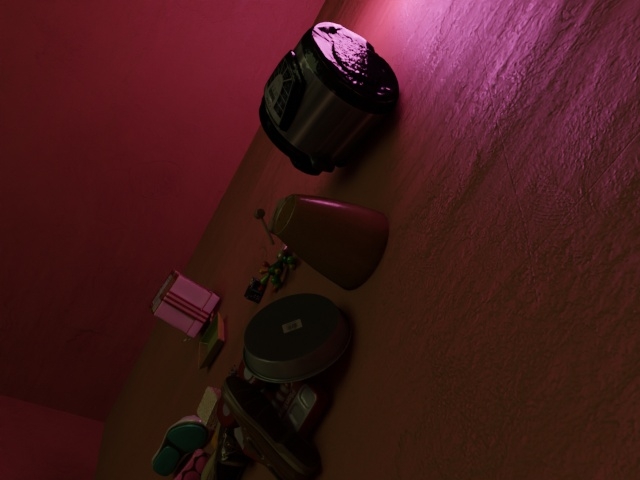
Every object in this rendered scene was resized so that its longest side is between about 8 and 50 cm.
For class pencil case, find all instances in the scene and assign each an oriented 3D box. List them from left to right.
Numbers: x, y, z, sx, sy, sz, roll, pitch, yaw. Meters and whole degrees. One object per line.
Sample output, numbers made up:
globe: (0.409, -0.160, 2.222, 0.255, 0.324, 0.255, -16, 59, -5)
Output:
pencil case: (-0.426, 0.764, 1.692, 0.095, 0.098, 0.209, -21, 22, 53)

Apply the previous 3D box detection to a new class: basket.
basket: (-0.341, 0.572, 1.792, 0.167, 0.103, 0.113, 1, 67, 67)

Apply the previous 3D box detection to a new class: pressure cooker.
pressure cooker: (0.006, -0.439, 1.756, 0.420, 0.375, 0.370, -44, 5, 42)

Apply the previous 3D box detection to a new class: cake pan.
cake pan: (-0.068, 0.236, 1.363, 0.294, 0.054, 0.293, -12, 32, 8)

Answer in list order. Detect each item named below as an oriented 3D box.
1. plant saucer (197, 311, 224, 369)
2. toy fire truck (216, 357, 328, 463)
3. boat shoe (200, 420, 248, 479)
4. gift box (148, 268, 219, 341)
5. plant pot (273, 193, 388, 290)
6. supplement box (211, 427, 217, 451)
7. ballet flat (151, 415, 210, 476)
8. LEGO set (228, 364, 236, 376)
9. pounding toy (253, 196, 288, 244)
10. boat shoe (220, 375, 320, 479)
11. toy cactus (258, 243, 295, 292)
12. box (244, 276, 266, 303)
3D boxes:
plant saucer: (-0.463, 0.436, 2.285, 0.188, 0.045, 0.188, -57, 23, 19)
toy fire truck: (-0.120, 0.449, 1.386, 0.254, 0.170, 0.302, 42, 107, 48)
boat shoe: (-0.248, 0.610, 1.541, 0.123, 0.123, 0.341, 35, 102, 59)
gift box: (-0.655, 0.319, 2.548, 0.276, 0.258, 0.255, -58, 22, -3)
plant pot: (0.011, -0.018, 1.435, 0.237, 0.255, 0.237, -48, 28, 37)
supplement box: (-0.258, 0.554, 1.664, 0.233, 0.080, 0.078, -63, 21, 0)
ballet flat: (-0.518, 0.742, 2.001, 0.400, 0.139, 0.139, -51, 26, 32)
LEGO set: (-0.320, 0.484, 1.955, 0.054, 0.024, 0.083, -60, 9, 5)
pounding toy: (-0.151, -0.060, 1.899, 0.094, 0.206, 0.180, -10, 57, 64)
boat shoe: (-0.145, 0.461, 1.265, 0.307, 0.111, 0.104, 42, 108, 23)
toy cactus: (-0.157, 0.085, 1.923, 0.219, 0.112, 0.180, -53, 14, 47)
box: (-0.253, 0.193, 2.063, 0.083, 0.052, 0.062, -66, 21, -1)
